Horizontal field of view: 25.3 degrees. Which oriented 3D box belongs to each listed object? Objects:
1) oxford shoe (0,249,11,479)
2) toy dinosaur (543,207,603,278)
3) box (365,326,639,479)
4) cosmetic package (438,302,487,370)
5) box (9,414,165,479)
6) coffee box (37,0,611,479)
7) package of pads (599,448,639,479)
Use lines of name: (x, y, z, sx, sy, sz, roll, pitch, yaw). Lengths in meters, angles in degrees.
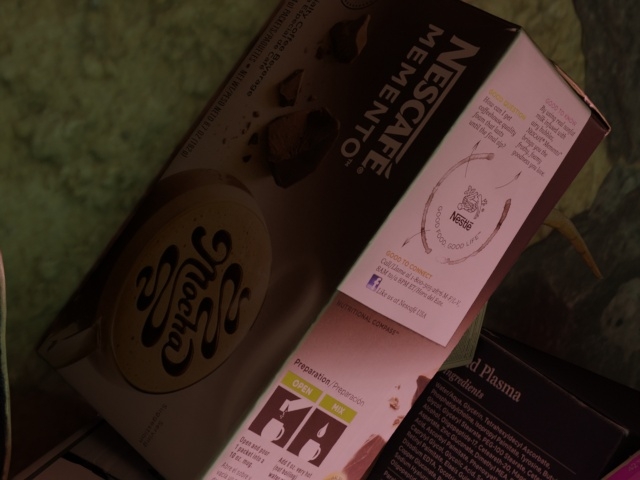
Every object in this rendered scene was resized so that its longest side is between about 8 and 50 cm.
oxford shoe: (-0.233, 0.136, 0.701, 0.140, 0.146, 0.397, -12, 123, -39)
toy dinosaur: (0.122, -0.022, 0.995, 0.212, 0.064, 0.112, -6, 136, -29)
box: (0.182, 0.268, 1.123, 0.343, 0.179, 0.312, 22, 98, -46)
cosmetic package: (0.058, 0.061, 0.989, 0.115, 0.041, 0.060, -6, 119, -39)
box: (-0.136, 0.192, 0.734, 0.169, 0.087, 0.290, -59, 180, 1)
coffee box: (0.000, 0.000, 0.810, 0.297, 0.168, 0.119, -54, 137, -1)
package of pads: (0.282, 0.240, 0.993, 0.229, 0.101, 0.296, -32, 132, -22)
